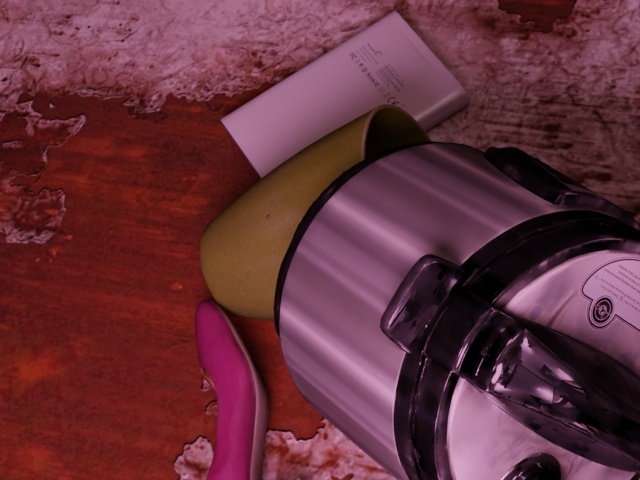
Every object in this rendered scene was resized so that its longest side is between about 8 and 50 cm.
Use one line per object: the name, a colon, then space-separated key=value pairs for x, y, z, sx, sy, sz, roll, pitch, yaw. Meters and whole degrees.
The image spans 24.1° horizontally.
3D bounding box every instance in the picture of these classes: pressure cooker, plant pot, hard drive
pressure cooker: x=0.194 y=0.116 z=1.604 sx=0.370 sy=0.375 sz=0.420 roll=-18 pitch=29 yaw=-24
plant pot: x=0.000 y=0.000 z=1.946 sx=0.293 sy=0.275 sz=0.274 roll=-18 pitch=53 yaw=27
hard drive: x=0.033 y=-0.186 z=2.165 sx=0.307 sy=0.040 sz=0.203 roll=-33 pitch=54 yaw=-4

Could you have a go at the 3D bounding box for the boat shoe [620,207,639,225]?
boat shoe: x=0.407 y=0.003 z=1.865 sx=0.257 sy=0.095 sz=0.095 roll=11 pitch=38 yaw=28

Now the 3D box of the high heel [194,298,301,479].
high heel: x=-0.142 y=0.249 z=1.890 sx=0.181 sy=0.127 sz=0.377 roll=-23 pitch=55 yaw=-2
